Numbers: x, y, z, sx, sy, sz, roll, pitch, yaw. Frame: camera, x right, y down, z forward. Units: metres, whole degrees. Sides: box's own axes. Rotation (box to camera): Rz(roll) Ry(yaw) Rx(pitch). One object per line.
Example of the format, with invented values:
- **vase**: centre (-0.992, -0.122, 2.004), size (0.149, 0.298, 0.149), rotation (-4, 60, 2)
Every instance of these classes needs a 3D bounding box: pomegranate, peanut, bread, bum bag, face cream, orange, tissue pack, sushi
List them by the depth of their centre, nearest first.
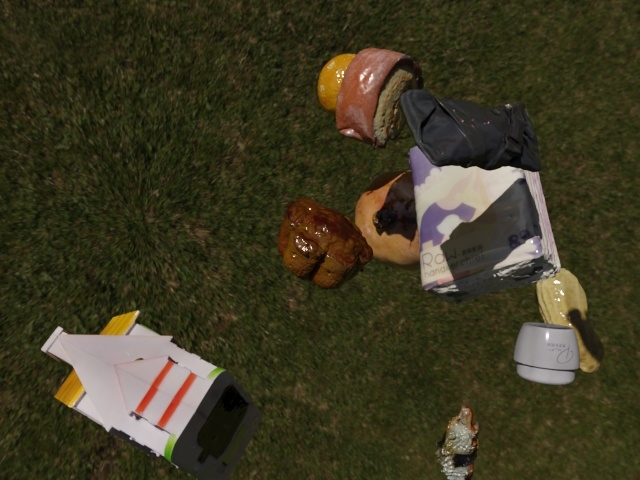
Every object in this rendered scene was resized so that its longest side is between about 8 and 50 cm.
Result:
- **bum bag**: centre (0.225, -0.154, 0.816), size (0.248, 0.060, 0.123), rotation (-7, 64, -27)
- **face cream**: centre (0.424, 0.211, 1.087), size (0.117, 0.117, 0.104), rotation (3, 91, -17)
- **tissue pack**: centre (0.309, -0.066, 1.142), size (0.125, 0.242, 0.344), rotation (30, 50, -44)
- **bread**: centre (0.009, 0.008, 1.349), size (0.232, 0.247, 0.135), rotation (27, 115, -3)
- **bread**: centre (0.135, -0.337, 1.392), size (0.190, 0.122, 0.244), rotation (38, 75, -53)
- **sushi**: centre (0.338, 0.511, 1.438), size (0.103, 0.097, 0.226), rotation (-23, 121, -54)
- **orange**: centre (0.079, -0.403, 1.536), size (0.177, 0.155, 0.178), rotation (-9, 121, -16)
- **peanut**: centre (0.711, 0.227, 1.651), size (0.146, 0.147, 0.306), rotation (-8, 71, -17)
- **pomegranate**: centre (0.262, -0.066, 1.822), size (0.337, 0.338, 0.339), rotation (0, 92, -17)

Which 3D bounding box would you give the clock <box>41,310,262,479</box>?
- **clock**: centre (-0.272, 0.227, 0.901), size (0.309, 0.235, 0.166), rotation (20, 63, 21)
